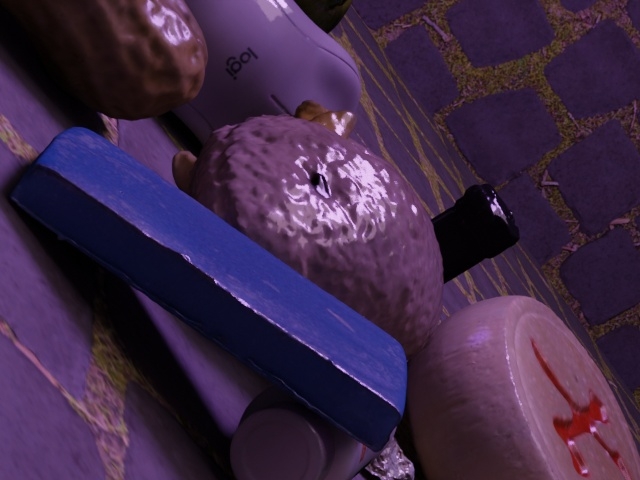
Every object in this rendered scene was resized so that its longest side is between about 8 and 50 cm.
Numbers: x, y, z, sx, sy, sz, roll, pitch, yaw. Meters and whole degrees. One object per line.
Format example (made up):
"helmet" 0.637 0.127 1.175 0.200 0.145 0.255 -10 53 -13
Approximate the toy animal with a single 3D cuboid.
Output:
"toy animal" 0.003 0.002 1.483 0.358 0.188 0.226 42 24 -55

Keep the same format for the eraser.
"eraser" -0.071 0.028 1.203 0.312 0.042 0.144 35 15 -6

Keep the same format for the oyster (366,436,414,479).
"oyster" 0.047 0.184 1.547 0.098 0.037 0.100 59 11 15

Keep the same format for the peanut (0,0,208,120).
"peanut" -0.194 -0.217 1.345 0.291 0.159 0.143 51 48 -28

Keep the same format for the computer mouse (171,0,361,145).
"computer mouse" -0.069 -0.169 1.674 0.297 0.184 0.121 51 -5 -34

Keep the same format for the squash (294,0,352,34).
"squash" -0.023 -0.250 1.811 0.087 0.087 0.331 55 -15 -7

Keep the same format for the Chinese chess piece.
"Chinese chess piece" 0.226 0.224 1.805 0.338 0.140 0.338 47 26 -31

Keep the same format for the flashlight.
"flashlight" 0.088 0.029 1.657 0.093 0.232 0.093 55 11 -17

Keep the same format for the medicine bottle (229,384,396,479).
"medicine bottle" -0.004 0.146 1.286 0.095 0.095 0.260 58 9 6
